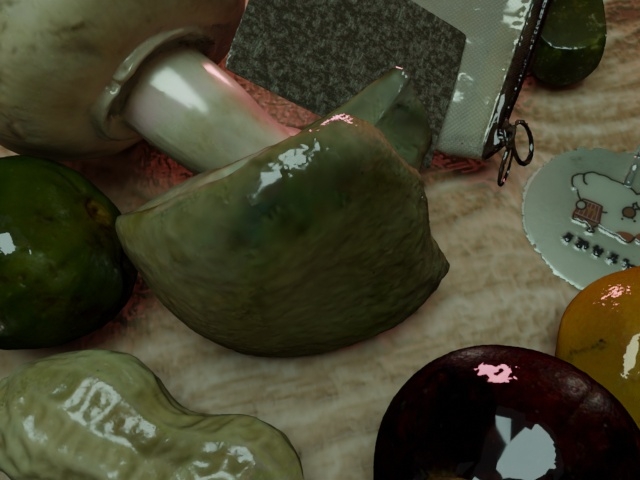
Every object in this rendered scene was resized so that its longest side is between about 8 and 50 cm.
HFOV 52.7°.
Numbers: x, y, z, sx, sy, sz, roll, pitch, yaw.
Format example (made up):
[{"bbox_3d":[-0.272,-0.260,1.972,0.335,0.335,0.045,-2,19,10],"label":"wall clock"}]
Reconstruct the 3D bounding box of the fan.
[{"bbox_3d":[0.346,-0.080,0.717,0.191,0.009,0.329,27,69,16],"label":"fan"}]

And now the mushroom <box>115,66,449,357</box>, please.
[{"bbox_3d":[-0.001,0.010,0.559,0.292,0.212,0.217,-30,100,-8],"label":"mushroom"}]

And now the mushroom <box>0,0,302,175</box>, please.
[{"bbox_3d":[-0.189,-0.206,0.668,0.356,0.315,0.315,7,57,-34],"label":"mushroom"}]

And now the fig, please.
[{"bbox_3d":[-0.299,0.026,0.627,0.245,0.195,0.195,-27,59,30],"label":"fig"}]

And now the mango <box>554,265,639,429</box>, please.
[{"bbox_3d":[0.310,0.084,0.583,0.227,0.109,0.147,-35,63,-15],"label":"mango"}]

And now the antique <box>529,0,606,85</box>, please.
[{"bbox_3d":[0.289,-0.289,0.788,0.081,0.080,0.221,3,65,7],"label":"antique"}]

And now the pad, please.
[{"bbox_3d":[0.036,-0.187,0.634,0.235,0.003,0.158,22,80,-23],"label":"pad"}]

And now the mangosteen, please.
[{"bbox_3d":[0.135,0.184,0.485,0.216,0.216,0.216,-2,64,3],"label":"mangosteen"}]

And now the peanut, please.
[{"bbox_3d":[-0.154,0.176,0.560,0.298,0.120,0.136,18,104,11],"label":"peanut"}]

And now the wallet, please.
[{"bbox_3d":[0.138,-0.246,0.743,0.275,0.068,0.335,15,82,22],"label":"wallet"}]
